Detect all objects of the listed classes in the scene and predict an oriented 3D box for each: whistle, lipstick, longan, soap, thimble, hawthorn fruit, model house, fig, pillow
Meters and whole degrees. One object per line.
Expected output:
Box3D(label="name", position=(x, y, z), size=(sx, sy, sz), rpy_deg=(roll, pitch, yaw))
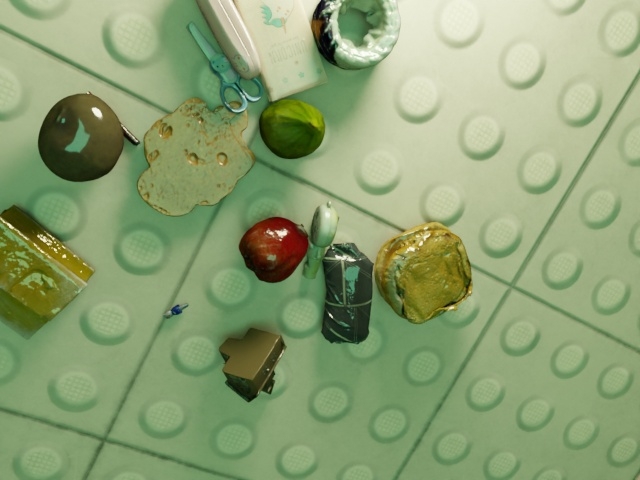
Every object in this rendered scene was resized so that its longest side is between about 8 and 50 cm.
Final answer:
Box3D(label="whistle", position=(-0.430, 0.210, 1.478), size=(0.083, 0.029, 0.033), rpy_deg=(-27, 145, 2))
Box3D(label="lipstick", position=(-0.550, -0.318, 1.312), size=(0.027, 0.027, 0.176), rpy_deg=(-43, 110, 2))
Box3D(label="longan", position=(-0.588, -0.252, 1.232), size=(0.197, 0.196, 0.220), rpy_deg=(18, 93, -15))
Box3D(label="soap", position=(-0.803, 0.091, 1.318), size=(0.259, 0.143, 0.281), rpy_deg=(-43, 114, 5))
Box3D(label="thimble", position=(0.097, -0.573, 1.308), size=(0.238, 0.150, 0.237), rpy_deg=(-3, 104, -11))
Box3D(label="whistle", position=(0.000, 0.000, 1.466), size=(0.067, 0.126, 0.257), rpy_deg=(10, 116, -15))
Box3D(label="hawthorn fruit", position=(-0.125, 0.013, 1.415), size=(0.202, 0.185, 0.185), rpy_deg=(-39, 110, -18))
Box3D(label="model house", position=(-0.203, 0.407, 1.533), size=(0.176, 0.180, 0.248), rpy_deg=(12, 138, 25))
Box3D(label="fig", position=(-0.060, -0.309, 1.327), size=(0.167, 0.234, 0.166), rpy_deg=(15, 67, -39))
Box3D(label="pillow", position=(0.082, 0.165, 1.535), size=(0.162, 0.092, 0.334), rpy_deg=(0, 104, -9))

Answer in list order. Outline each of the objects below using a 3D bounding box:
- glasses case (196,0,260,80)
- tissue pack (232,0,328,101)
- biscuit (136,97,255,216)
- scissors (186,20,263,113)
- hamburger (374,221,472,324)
Box3D(label="glasses case", position=(-0.240, -0.547, 1.251), size=(0.075, 0.113, 0.296), rpy_deg=(-31, 101, -12))
Box3D(label="tissue pack", position=(-0.112, -0.551, 1.312), size=(0.170, 0.071, 0.325), rpy_deg=(-23, 109, -6))
Box3D(label="biscuit", position=(-0.340, -0.233, 1.361), size=(0.269, 0.051, 0.376), rpy_deg=(43, 90, -16))
Box3D(label="scissors", position=(-0.265, -0.462, 1.315), size=(0.125, 0.030, 0.256), rpy_deg=(-45, 104, -24))
Box3D(label="hamburger", position=(0.314, 0.102, 1.523), size=(0.319, 0.158, 0.318), rpy_deg=(-4, 103, -16))
